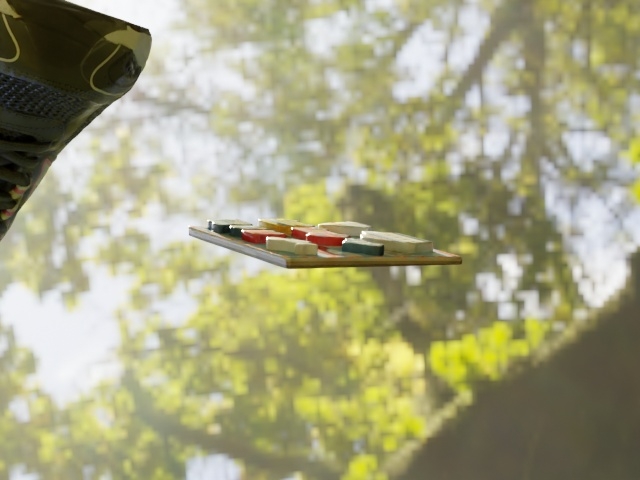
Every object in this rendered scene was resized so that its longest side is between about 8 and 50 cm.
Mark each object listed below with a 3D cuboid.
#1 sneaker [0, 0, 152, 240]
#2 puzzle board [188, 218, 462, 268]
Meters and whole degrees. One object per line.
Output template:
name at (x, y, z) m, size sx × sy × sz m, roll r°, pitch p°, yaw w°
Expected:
sneaker at (-0.106, -0.028, 0.614) m, size 0.072 × 0.077 × 0.178 m, roll 15°, pitch 166°, yaw -19°
puzzle board at (0.000, 0.000, 1.012) m, size 0.096 × 0.011 × 0.128 m, roll -1°, pitch -172°, yaw -26°
